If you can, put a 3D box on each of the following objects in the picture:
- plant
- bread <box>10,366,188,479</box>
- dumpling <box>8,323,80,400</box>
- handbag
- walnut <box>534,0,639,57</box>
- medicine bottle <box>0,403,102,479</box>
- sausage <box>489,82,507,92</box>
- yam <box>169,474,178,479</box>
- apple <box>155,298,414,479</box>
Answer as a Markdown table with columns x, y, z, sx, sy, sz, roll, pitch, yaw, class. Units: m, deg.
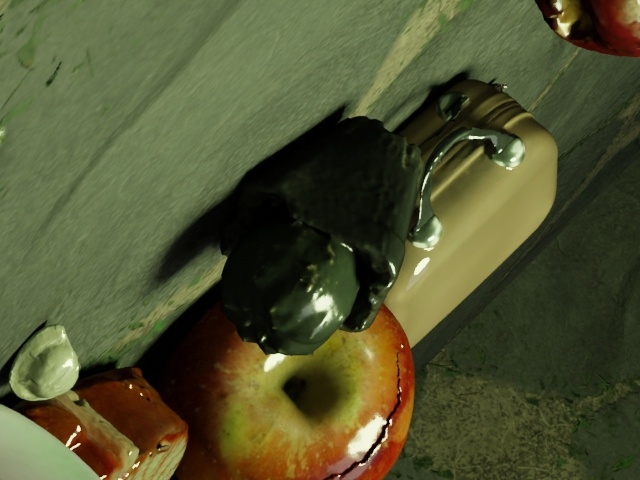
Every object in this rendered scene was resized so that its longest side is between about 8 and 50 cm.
| x | y | z | sx | sy | sz | roll | pitch | yaw | class |
| --- | --- | --- | --- | --- | --- | --- | --- | --- | --- |
| 0.000 | 0.000 | 1.791 | 0.256 | 0.164 | 0.142 | -53 | 175 | -38 | plant |
| -0.260 | 0.249 | 1.782 | 0.295 | 0.114 | 0.328 | -51 | 170 | 16 | bread |
| -0.229 | 0.106 | 1.596 | 0.059 | 0.043 | 0.077 | -16 | 159 | -25 | dumpling |
| 0.125 | -0.043 | 2.109 | 0.302 | 0.149 | 0.283 | -41 | 160 | -19 | handbag |
| 0.336 | -0.303 | 1.908 | 0.269 | 0.222 | 0.244 | -38 | 137 | -4 | walnut |
| -0.315 | 0.303 | 1.517 | 0.325 | 0.212 | 0.212 | -49 | 169 | 8 | medicine bottle |
| 0.150 | -0.122 | 2.267 | 0.198 | 0.025 | 0.028 | -43 | -164 | -18 | sausage |
| -0.177 | 0.266 | 2.118 | 0.083 | 0.083 | 0.371 | -47 | -177 | 0 | yam |
| -0.034 | 0.164 | 1.997 | 0.272 | 0.251 | 0.206 | -53 | 177 | -18 | apple |
